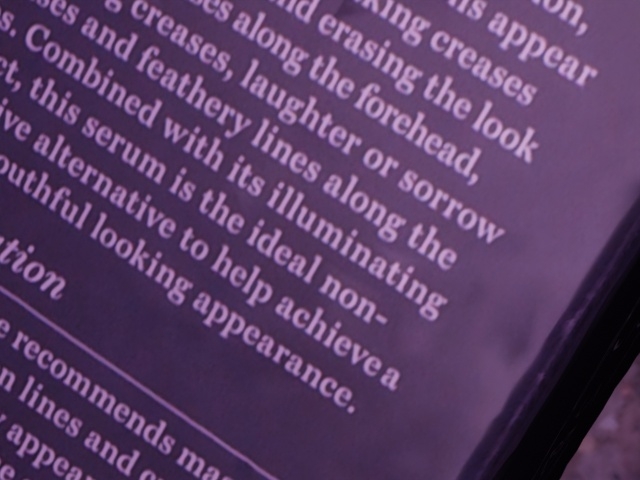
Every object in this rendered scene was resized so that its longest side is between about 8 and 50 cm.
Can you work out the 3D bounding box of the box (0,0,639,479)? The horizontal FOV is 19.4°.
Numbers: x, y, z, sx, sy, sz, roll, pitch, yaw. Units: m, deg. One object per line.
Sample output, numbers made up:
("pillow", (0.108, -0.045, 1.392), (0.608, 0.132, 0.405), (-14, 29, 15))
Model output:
("box", (0.000, 0.000, 0.628), (0.212, 0.293, 0.395), (34, 104, 13))
